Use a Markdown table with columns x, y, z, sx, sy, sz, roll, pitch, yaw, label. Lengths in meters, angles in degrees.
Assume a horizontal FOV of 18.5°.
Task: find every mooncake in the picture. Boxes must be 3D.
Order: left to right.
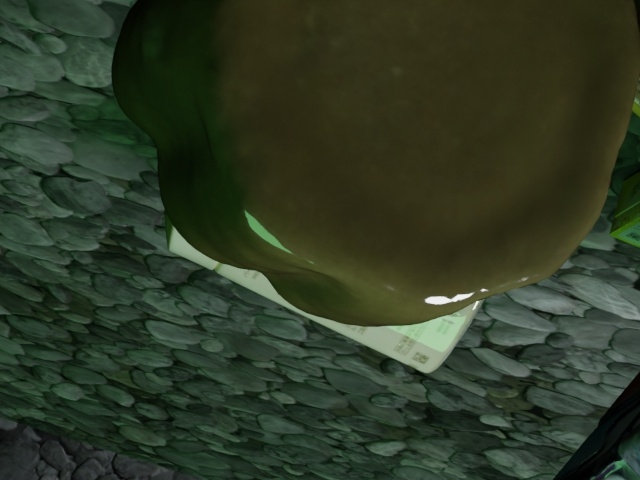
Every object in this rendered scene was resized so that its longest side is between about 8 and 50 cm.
| x | y | z | sx | sy | sz | roll | pitch | yaw | label |
| --- | --- | --- | --- | --- | --- | --- | --- | --- | --- |
| 0.036 | -0.123 | 1.429 | 0.378 | 0.378 | 0.201 | 27 | 166 | -24 | mooncake |

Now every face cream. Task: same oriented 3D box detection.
| x | y | z | sx | sy | sz | roll | pitch | yaw | label |
| --- | --- | --- | --- | --- | --- | --- | --- | --- | --- |
| 0.000 | 0.000 | 2.018 | 0.348 | 0.081 | 0.173 | 25 | 117 | -8 | face cream |

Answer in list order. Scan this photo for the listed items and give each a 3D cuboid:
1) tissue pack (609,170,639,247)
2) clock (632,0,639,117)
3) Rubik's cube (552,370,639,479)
| x | y | z | sx | sy | sz | roll | pitch | yaw | label |
| --- | --- | --- | --- | --- | --- | --- | --- | --- | --- |
| 0.373 | -0.012 | 1.846 | 0.176 | 0.062 | 0.095 | 21 | 160 | -11 | tissue pack |
| 0.324 | -0.146 | 1.472 | 0.143 | 0.096 | 0.202 | 35 | 146 | -22 | clock |
| 0.461 | 0.178 | 1.629 | 0.362 | 0.359 | 0.363 | 49 | 134 | 4 | Rubik's cube |
